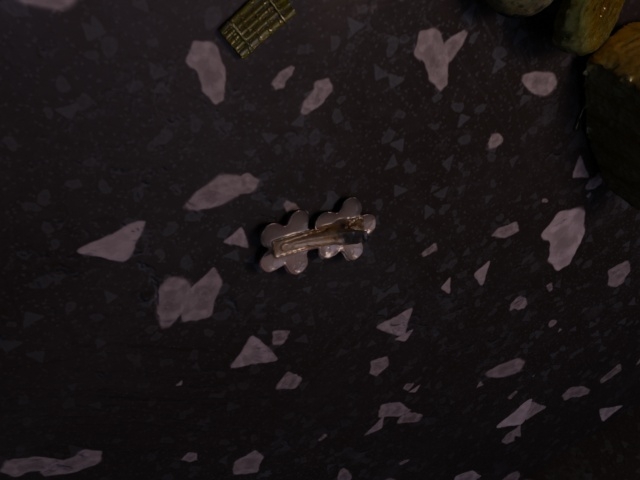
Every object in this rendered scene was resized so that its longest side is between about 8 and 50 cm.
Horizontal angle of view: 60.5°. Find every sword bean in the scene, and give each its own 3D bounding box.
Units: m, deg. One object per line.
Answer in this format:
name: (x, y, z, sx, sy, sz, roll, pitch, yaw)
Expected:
sword bean: (0.580, -0.285, 1.218, 0.012, 0.012, 0.083, -4, 124, -22)

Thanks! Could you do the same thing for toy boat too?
toy boat: (-0.098, -0.344, 0.860, 0.115, 0.016, 0.063, -40, 130, 4)

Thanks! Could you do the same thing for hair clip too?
hair clip: (-0.003, -0.004, 1.104, 0.257, 0.075, 0.146, -11, 124, -10)

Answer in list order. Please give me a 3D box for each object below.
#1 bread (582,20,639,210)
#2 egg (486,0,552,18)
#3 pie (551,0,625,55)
bread: (0.736, -0.268, 1.154, 0.264, 0.239, 0.395, -39, 135, -1)
egg: (0.342, -0.462, 0.905, 0.141, 0.141, 0.181, 8, 112, -29)
pie: (0.482, -0.456, 0.961, 0.277, 0.079, 0.276, -30, 134, -38)
